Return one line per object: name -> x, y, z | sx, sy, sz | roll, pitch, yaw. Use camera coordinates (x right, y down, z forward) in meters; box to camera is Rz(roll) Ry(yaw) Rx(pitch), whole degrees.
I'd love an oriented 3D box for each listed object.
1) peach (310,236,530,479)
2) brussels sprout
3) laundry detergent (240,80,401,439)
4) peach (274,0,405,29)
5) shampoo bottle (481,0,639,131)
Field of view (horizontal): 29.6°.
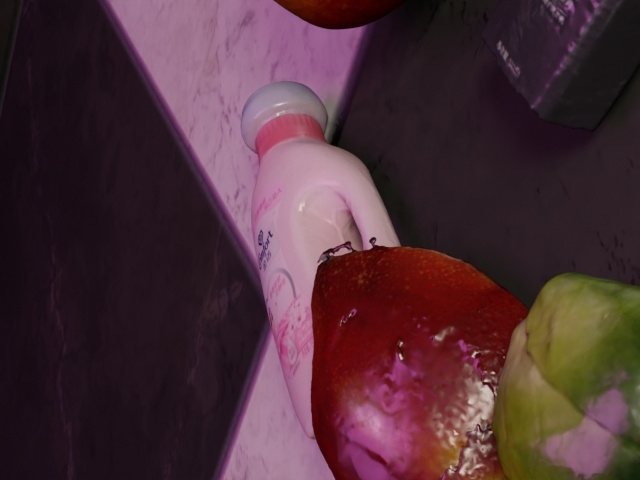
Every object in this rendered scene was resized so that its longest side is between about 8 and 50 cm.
peach -> 0.062, 0.100, 0.828 | 0.189, 0.068, 0.279 | -49, 58, 15
brussels sprout -> 0.163, 0.096, 0.664 | 0.155, 0.118, 0.155 | -56, 18, 30
laundry detergent -> 0.000, 0.000, 1.031 | 0.159, 0.088, 0.335 | -48, 43, 35
peach -> 0.014, -0.281, 0.927 | 0.243, 0.200, 0.243 | 169, 90, -70
shampoo bottle -> 0.200, -0.212, 0.692 | 0.309, 0.071, 0.098 | -61, 33, 36
